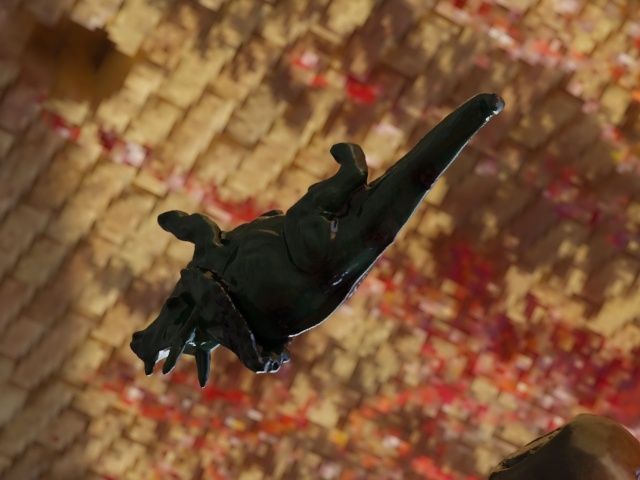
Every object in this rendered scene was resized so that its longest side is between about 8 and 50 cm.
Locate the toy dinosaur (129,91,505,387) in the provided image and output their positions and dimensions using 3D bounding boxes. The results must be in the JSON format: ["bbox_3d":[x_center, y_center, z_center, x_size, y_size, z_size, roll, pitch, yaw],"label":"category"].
[{"bbox_3d":[-0.008,-0.012,1.172,0.292,0.079,0.120,-44,-129,14],"label":"toy dinosaur"}]

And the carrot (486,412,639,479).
[{"bbox_3d":[0.140,0.166,0.790,0.087,0.193,0.087,-30,173,-4],"label":"carrot"}]
